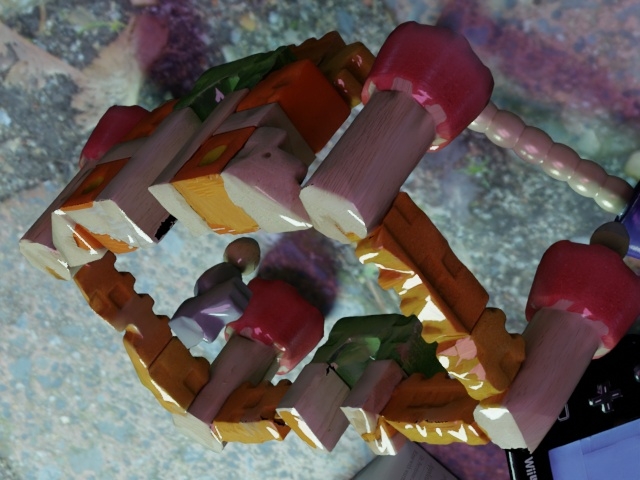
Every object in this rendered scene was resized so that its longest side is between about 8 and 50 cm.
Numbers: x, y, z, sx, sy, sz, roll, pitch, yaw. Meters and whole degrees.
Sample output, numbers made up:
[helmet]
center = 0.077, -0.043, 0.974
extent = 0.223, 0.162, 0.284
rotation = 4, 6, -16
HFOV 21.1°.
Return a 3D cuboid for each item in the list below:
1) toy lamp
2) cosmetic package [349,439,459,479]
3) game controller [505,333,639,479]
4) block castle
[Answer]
[toy lamp]
center = 0.185, -0.066, 1.370
extent = 0.275, 0.080, 0.080
rotation = 33, 127, 4
[cosmetic package]
center = 0.147, 0.393, 1.585
extent = 0.385, 0.217, 0.156
rotation = 43, 126, -4
[game controller]
center = 0.249, 0.237, 1.481
extent = 0.067, 0.166, 0.319
rotation = 26, 133, 60
[block castle]
center = 0.000, 0.000, 1.355
extent = 0.453, 0.213, 0.303
rotation = -8, 128, 50
